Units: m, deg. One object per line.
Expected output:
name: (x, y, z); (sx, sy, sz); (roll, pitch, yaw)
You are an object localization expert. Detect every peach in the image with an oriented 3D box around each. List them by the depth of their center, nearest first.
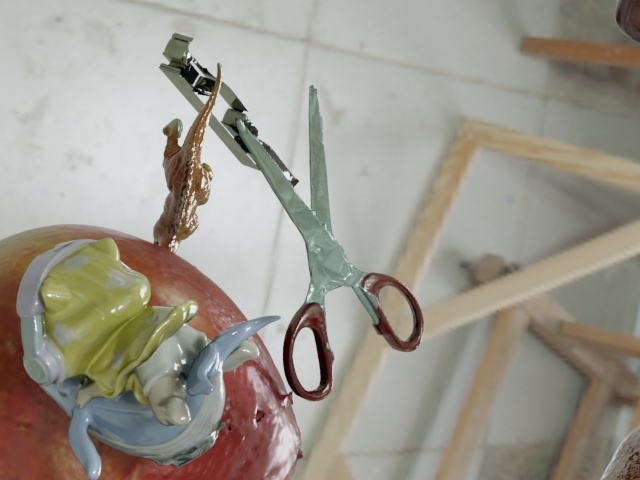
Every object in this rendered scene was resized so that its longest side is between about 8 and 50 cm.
peach: (-0.198, 0.164, 1.386); (0.370, 0.370, 0.370); (-14, 110, -46)

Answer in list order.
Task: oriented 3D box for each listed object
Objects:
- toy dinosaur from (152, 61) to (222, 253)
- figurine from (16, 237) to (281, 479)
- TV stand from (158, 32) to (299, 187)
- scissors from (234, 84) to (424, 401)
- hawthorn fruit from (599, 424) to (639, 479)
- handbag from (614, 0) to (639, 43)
toy dinosaur: (-0.138, -0.057, 1.579); (0.142, 0.057, 0.212); (-84, -178, -54)
figurine: (-0.132, 0.082, 1.148); (0.128, 0.208, 0.184); (-47, 117, -47)
TV stand: (-0.096, -0.132, 1.746); (0.042, 0.036, 0.249); (-57, 138, -16)
scissors: (0.000, 0.000, 1.338); (0.144, 0.017, 0.247); (-26, 104, -30)
hawthorn fruit: (0.275, 0.199, 1.120); (0.169, 0.188, 0.169); (0, 91, -4)
handbag: (0.270, -0.166, 0.894); (0.225, 0.146, 0.135); (19, 49, -17)
